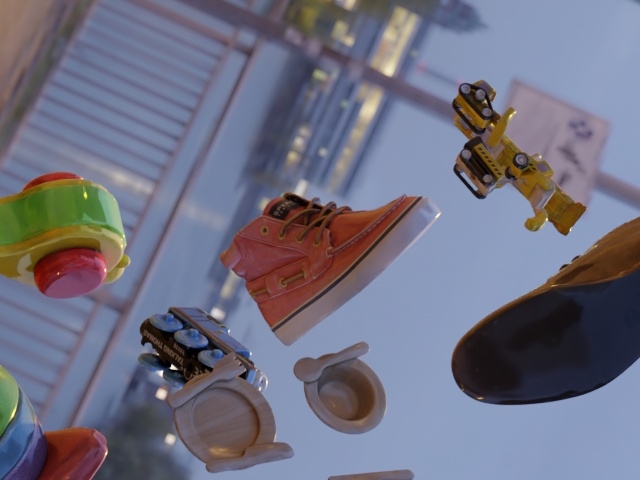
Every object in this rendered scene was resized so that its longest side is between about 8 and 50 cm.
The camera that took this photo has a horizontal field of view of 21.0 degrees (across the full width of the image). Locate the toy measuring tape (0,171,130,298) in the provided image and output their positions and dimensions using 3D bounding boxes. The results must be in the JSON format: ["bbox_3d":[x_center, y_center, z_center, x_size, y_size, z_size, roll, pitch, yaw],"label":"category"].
[{"bbox_3d":[-0.274,-0.024,1.590,0.330,0.121,0.121,30,83,-55],"label":"toy measuring tape"}]

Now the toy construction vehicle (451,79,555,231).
[{"bbox_3d":[0.130,-0.060,1.205,0.035,0.098,0.086,-33,162,-23],"label":"toy construction vehicle"}]

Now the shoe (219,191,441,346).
[{"bbox_3d":[0.000,0.000,1.103,0.063,0.081,0.178,-40,180,-40],"label":"shoe"}]

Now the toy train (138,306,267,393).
[{"bbox_3d":[-0.141,0.143,2.088,0.105,0.184,0.080,0,114,-46],"label":"toy train"}]

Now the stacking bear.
[{"bbox_3d":[-0.366,0.149,1.624,0.175,0.289,0.164,-1,-137,43],"label":"stacking bear"}]

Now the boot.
[{"bbox_3d":[0.255,0.059,1.629,0.305,0.112,0.115,-25,-156,-6],"label":"boot"}]

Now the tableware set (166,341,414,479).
[{"bbox_3d":[-0.004,0.134,1.020,0.141,0.168,0.020,-12,154,-34],"label":"tableware set"}]

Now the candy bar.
[{"bbox_3d":[0.188,-0.073,1.652,0.018,0.161,0.040,-27,159,-48],"label":"candy bar"}]
